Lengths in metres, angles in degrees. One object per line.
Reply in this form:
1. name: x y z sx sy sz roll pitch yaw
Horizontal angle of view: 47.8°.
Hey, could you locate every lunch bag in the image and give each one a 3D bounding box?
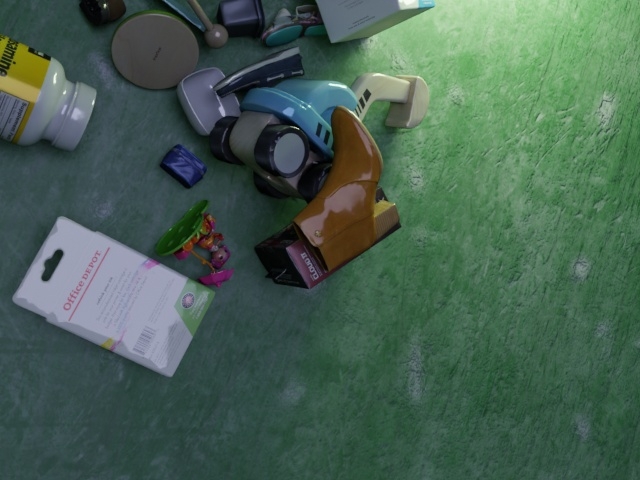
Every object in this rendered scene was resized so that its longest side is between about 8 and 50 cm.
1. lunch bag: -0.296 -0.163 1.592 0.098 0.067 0.065 41 75 -17

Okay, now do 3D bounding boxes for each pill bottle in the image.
1. pill bottle: -0.619 -0.297 1.393 0.334 0.188 0.187 21 81 -28

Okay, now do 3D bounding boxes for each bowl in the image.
1. bowl: -0.253 -0.303 1.602 0.142 0.053 0.142 -38 106 -48

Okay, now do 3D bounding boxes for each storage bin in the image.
1. storage bin: -0.183 -0.507 1.619 0.091 0.135 0.098 -13 93 -12

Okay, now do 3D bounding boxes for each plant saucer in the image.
1. plant saucer: -0.299 -0.504 1.601 0.192 0.067 0.018 35 100 -17

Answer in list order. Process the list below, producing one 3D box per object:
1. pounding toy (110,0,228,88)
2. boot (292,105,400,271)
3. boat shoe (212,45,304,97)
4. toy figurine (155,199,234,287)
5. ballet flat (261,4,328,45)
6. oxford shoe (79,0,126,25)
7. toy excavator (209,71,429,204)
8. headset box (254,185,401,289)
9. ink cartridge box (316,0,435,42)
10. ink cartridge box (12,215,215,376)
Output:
1. pounding toy: -0.336 -0.446 1.555 0.237 0.110 0.183 -29 136 14
2. boot: 0.028 -0.099 1.457 0.211 0.104 0.295 -32 110 -20
3. boat shoe: -0.134 -0.367 1.639 0.254 0.095 0.079 -37 115 -40
4. toy figurine: -0.253 0.023 1.600 0.159 0.130 0.173 51 47 -27
5. ballet flat: -0.052 -0.515 1.706 0.222 0.077 0.079 -19 77 -26
6. oxford shoe: -0.487 -0.569 1.531 0.096 0.083 0.227 -33 101 -39
7. toy excavator: 0.038 -0.275 1.632 0.433 0.222 0.445 38 77 -42
8. headset box: 0.000 0.000 1.626 0.293 0.218 0.110 -33 103 -20
9. ink cartridge box: 0.101 -0.625 1.662 0.198 0.197 0.270 -29 100 -53
10. ink cartridge box: -0.428 0.116 1.502 0.354 0.119 0.207 31 78 -20
